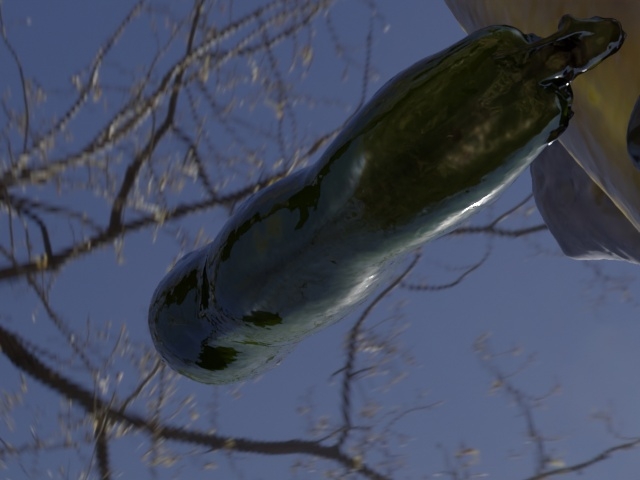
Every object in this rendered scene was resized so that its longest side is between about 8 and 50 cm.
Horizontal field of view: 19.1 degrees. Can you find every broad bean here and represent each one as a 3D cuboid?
[{"bbox_3d":[-0.003,0.002,0.547,0.065,0.254,0.046,-37,-90,-33],"label":"broad bean"}]

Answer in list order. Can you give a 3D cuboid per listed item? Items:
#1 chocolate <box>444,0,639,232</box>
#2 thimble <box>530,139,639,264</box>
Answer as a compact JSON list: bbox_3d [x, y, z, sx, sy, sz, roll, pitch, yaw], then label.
[{"bbox_3d":[0.110,-0.119,0.711,0.162,0.445,0.162,-6,-66,-12],"label":"chocolate"},{"bbox_3d":[0.212,-0.076,0.958,0.217,0.245,0.157,-12,-79,-16],"label":"thimble"}]
